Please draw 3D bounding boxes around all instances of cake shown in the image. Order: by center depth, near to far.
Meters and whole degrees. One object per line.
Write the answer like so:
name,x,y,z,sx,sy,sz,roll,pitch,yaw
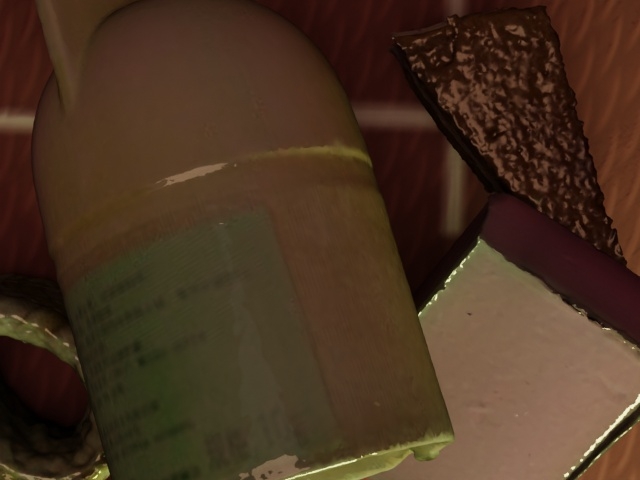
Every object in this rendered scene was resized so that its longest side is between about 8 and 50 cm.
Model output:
cake,0.170,-0.060,1.116,0.113,0.116,0.295,-32,99,-2

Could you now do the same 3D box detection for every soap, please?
soap,0.134,0.108,1.097,0.181,0.081,0.259,33,129,-1

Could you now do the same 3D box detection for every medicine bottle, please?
medicine bottle,-0.075,-0.017,1.018,0.235,0.236,0.406,-17,77,1

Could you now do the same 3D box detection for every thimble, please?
thimble,-0.223,0.103,1.115,0.190,0.143,0.137,44,95,-7
